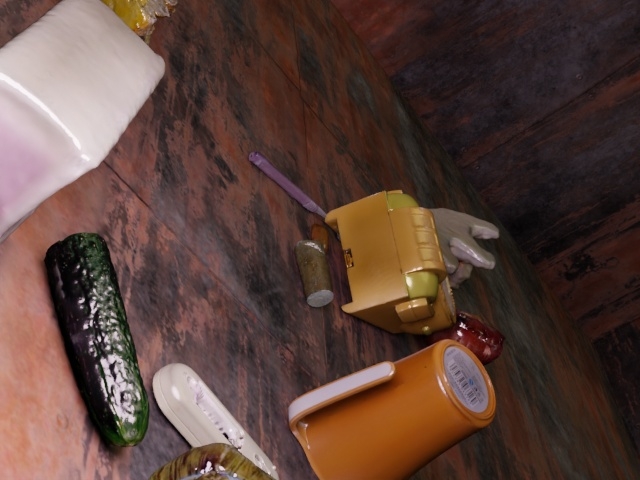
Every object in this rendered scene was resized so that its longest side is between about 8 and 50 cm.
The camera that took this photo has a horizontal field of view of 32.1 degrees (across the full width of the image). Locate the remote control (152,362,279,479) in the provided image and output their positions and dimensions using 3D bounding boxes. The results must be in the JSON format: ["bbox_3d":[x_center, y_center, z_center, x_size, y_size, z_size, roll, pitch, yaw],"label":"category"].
[{"bbox_3d":[-0.119,0.233,1.320,0.221,0.042,0.078,52,17,-19],"label":"remote control"}]

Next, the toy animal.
[{"bbox_3d":[0.246,0.053,2.509,0.266,0.188,0.307,31,36,-14],"label":"toy animal"}]

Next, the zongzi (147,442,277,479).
[{"bbox_3d":[-0.037,0.312,1.209,0.323,0.160,0.360,56,18,-11],"label":"zongzi"}]

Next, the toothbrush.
[{"bbox_3d":[-0.029,-0.073,2.127,0.354,0.024,0.029,40,33,-47],"label":"toothbrush"}]

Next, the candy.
[{"bbox_3d":[-0.305,-0.123,1.157,0.145,0.208,0.358,46,21,-16],"label":"candy"}]

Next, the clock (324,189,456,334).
[{"bbox_3d":[0.157,0.059,2.134,0.317,0.200,0.244,44,35,-64],"label":"clock"}]

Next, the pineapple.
[{"bbox_3d":[-0.311,-0.426,1.813,0.186,0.115,0.236,46,24,-36],"label":"pineapple"}]

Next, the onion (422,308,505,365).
[{"bbox_3d":[0.296,0.220,2.338,0.184,0.184,0.147,19,84,-64],"label":"onion"}]

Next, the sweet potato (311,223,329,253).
[{"bbox_3d":[0.000,0.000,2.064,0.034,0.034,0.095,43,25,-41],"label":"sweet potato"}]

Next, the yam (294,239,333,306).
[{"bbox_3d":[-0.010,0.054,1.912,0.054,0.054,0.132,43,24,-41],"label":"yam"}]

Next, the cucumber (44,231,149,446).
[{"bbox_3d":[-0.234,0.107,1.173,0.074,0.074,0.241,31,33,-56],"label":"cucumber"}]

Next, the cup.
[{"bbox_3d":[0.092,0.242,1.554,0.226,0.264,0.182,29,40,-37],"label":"cup"}]
